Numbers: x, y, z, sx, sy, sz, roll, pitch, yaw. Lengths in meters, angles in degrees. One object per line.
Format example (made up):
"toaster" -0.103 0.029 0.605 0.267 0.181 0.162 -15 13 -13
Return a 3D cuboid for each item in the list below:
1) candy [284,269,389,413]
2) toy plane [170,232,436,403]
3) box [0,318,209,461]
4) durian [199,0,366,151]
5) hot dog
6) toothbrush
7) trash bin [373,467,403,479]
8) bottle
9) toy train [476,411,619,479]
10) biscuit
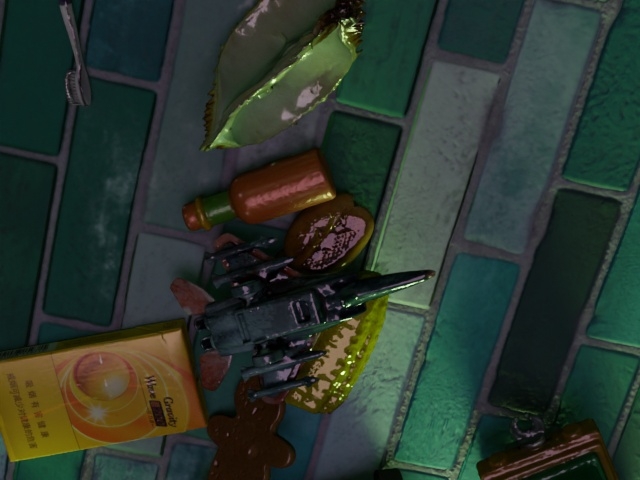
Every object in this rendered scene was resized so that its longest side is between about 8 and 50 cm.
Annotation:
"candy" 0.021 0.125 1.417 0.106 0.094 0.199 31 102 -8
"toy plane" -0.020 0.081 1.337 0.326 0.104 0.222 -15 95 25
"box" -0.294 0.199 1.459 0.269 0.043 0.152 -11 112 3
"durian" -0.039 -0.194 1.261 0.252 0.139 0.144 -34 114 10
"hot dog" 0.002 0.001 1.386 0.090 0.060 0.140 37 99 -11
"toothbrush" -0.297 -0.293 1.273 0.026 0.024 0.288 0 113 13
"trash bin" 0.017 0.444 1.482 0.250 0.219 0.219 -11 111 9
"bottle" -0.078 -0.055 1.352 0.187 0.069 0.069 -18 111 6
"toy train" 0.347 0.419 1.461 0.178 0.249 0.429 -23 110 7
"biscuit" -0.093 0.275 1.470 0.138 0.031 0.204 14 93 29
